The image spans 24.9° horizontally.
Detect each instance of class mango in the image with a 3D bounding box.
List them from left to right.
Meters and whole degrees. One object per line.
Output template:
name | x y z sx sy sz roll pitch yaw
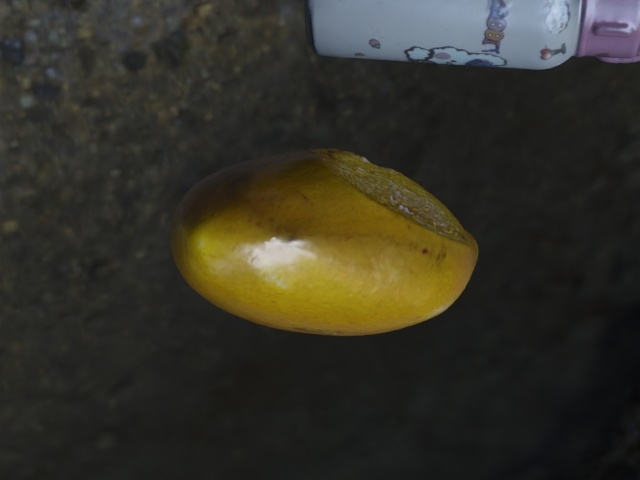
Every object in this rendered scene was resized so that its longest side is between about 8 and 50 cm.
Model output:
mango | -0.003 0.006 0.806 0.217 0.141 0.102 5 113 -59

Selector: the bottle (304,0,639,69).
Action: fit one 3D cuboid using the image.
bottle | 0.110 -0.161 0.893 0.233 0.110 0.110 4 141 5
